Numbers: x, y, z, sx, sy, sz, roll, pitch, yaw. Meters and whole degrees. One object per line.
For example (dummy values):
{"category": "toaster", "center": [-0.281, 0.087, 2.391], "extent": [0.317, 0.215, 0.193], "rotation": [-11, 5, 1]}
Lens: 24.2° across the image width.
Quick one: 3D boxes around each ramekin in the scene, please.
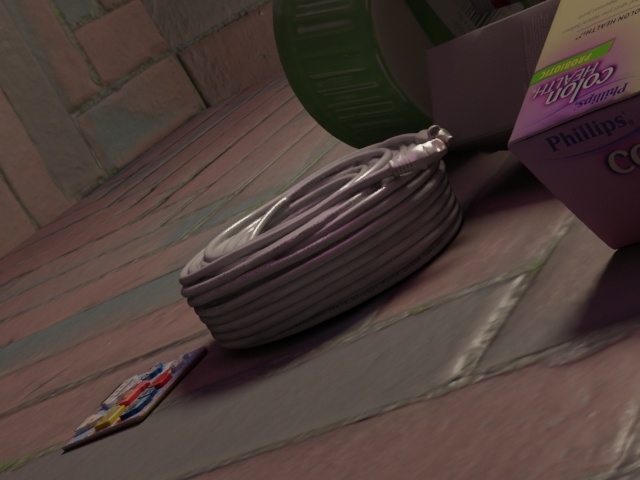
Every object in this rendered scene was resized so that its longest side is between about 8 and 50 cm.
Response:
{"category": "ramekin", "center": [0.115, -0.241, 1.568], "extent": [0.303, 0.303, 0.148], "rotation": [-36, 20, -27]}

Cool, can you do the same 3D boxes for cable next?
{"category": "cable", "center": [0.000, 0.000, 1.306], "extent": [0.257, 0.089, 0.257], "rotation": [-33, 10, -10]}

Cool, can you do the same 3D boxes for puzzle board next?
{"category": "puzzle board", "center": [-0.164, 0.137, 1.317], "extent": [0.096, 0.011, 0.128], "rotation": [-23, 12, 31]}

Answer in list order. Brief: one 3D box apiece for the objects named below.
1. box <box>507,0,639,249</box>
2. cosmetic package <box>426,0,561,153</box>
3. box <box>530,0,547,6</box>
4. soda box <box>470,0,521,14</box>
{"category": "box", "center": [0.263, -0.142, 0.952], "extent": [0.213, 0.117, 0.243], "rotation": [-20, 36, 47]}
{"category": "cosmetic package", "center": [0.209, -0.142, 1.258], "extent": [0.127, 0.107, 0.238], "rotation": [-2, -4, -35]}
{"category": "box", "center": [0.339, -0.235, 1.373], "extent": [0.232, 0.127, 0.148], "rotation": [-20, 15, 44]}
{"category": "soda box", "center": [0.247, -0.318, 1.426], "extent": [0.263, 0.083, 0.092], "rotation": [-35, 12, -22]}
